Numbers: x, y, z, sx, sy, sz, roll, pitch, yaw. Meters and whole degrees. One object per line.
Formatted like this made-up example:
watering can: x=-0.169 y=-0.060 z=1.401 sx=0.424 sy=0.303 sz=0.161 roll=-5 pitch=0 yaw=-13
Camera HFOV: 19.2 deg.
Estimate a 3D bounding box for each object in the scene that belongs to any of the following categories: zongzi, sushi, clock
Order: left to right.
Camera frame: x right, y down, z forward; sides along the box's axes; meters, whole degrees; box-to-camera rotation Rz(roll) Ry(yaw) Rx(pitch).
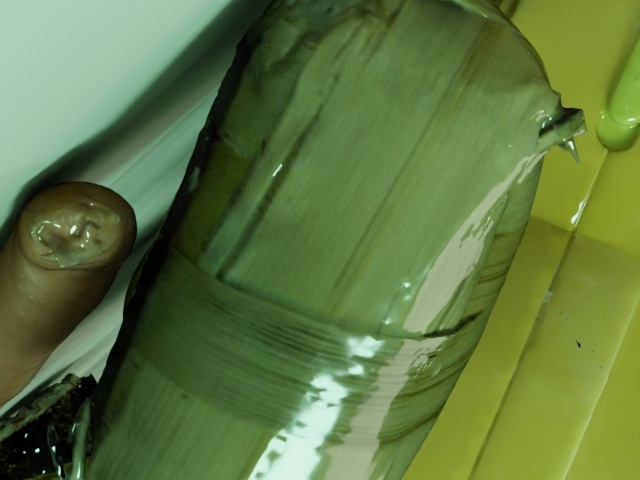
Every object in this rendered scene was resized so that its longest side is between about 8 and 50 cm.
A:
sushi: x=-0.197 y=0.151 z=1.403 sx=0.090 sy=0.078 sz=0.150 roll=-34 pitch=-179 yaw=12
zongzi: x=0.000 y=0.000 z=0.571 sx=0.194 sy=0.099 sz=0.197 roll=-63 pitch=-175 yaw=13
clock: x=0.112 y=-0.002 z=0.716 sx=0.244 sy=0.200 sz=0.317 roll=41 pitch=68 yaw=-87

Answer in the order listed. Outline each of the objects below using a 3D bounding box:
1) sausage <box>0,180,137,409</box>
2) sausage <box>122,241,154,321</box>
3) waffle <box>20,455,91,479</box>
sausage: x=-0.090 y=0.020 z=0.568 sx=0.158 sy=0.036 sz=0.042 roll=-43 pitch=-156 yaw=57
sausage: x=0.035 y=-0.024 z=0.923 sx=0.347 sy=0.123 sz=0.123 roll=-41 pitch=179 yaw=12
waffle: x=-0.099 y=0.158 z=0.957 sx=0.379 sy=0.095 sz=0.382 roll=-18 pitch=172 yaw=26
